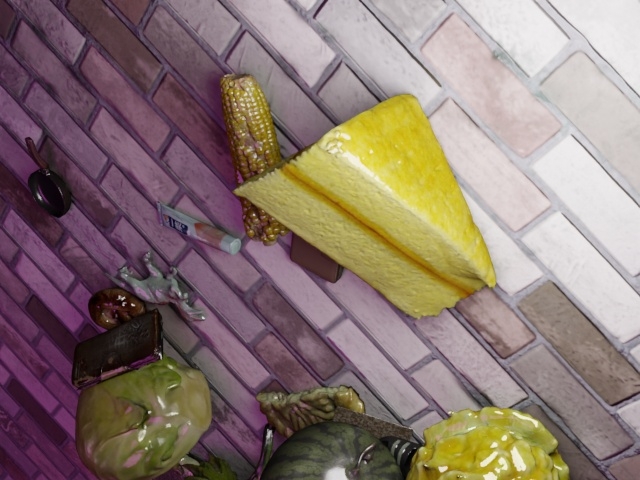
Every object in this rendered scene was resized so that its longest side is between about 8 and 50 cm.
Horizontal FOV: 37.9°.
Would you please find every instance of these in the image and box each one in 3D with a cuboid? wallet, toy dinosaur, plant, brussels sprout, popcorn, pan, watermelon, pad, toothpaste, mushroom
[{"bbox_3d":[-0.435,0.233,1.989,0.232,0.122,0.031,-23,141,19],"label":"wallet"},{"bbox_3d":[-0.369,0.106,1.995,0.242,0.053,0.167,-5,119,31],"label":"toy dinosaur"},{"bbox_3d":[-0.228,0.562,2.071,0.333,0.180,0.251,130,141,-54],"label":"plant"},{"bbox_3d":[-0.400,0.383,2.059,0.328,0.247,0.328,-8,74,31],"label":"brussels sprout"},{"bbox_3d":[0.274,0.422,1.571,0.282,0.282,0.247,9,140,33],"label":"popcorn"},{"bbox_3d":[0.000,0.000,1.648,0.118,0.039,0.153,33,137,21],"label":"wallet"},{"bbox_3d":[-0.593,-0.142,2.007,0.114,0.040,0.212,22,137,26],"label":"pan"},{"bbox_3d":[0.019,0.484,1.746,0.279,0.279,0.359,39,144,9],"label":"watermelon"},{"bbox_3d":[0.086,0.427,1.868,0.158,0.003,0.235,16,131,6],"label":"pad"},{"bbox_3d":[-0.244,-0.021,1.828,0.205,0.036,0.056,23,130,30],"label":"toothpaste"},{"bbox_3d":[-0.429,0.160,2.066,0.170,0.080,0.135,22,148,7],"label":"mushroom"}]

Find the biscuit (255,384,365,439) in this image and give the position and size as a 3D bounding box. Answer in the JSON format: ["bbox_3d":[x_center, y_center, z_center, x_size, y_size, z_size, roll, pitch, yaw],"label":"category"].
[{"bbox_3d":[-0.002,0.380,1.916,0.273,0.036,0.187,-17,113,42],"label":"biscuit"}]

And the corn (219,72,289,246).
[{"bbox_3d":[-0.110,-0.133,1.603,0.097,0.097,0.320,9,123,33],"label":"corn"}]

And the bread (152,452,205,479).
[{"bbox_3d":[-0.351,0.586,2.320,0.286,0.056,0.207,51,138,-5],"label":"bread"}]

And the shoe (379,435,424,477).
[{"bbox_3d":[0.176,0.424,1.784,0.179,0.049,0.071,8,128,27],"label":"shoe"}]

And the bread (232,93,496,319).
[{"bbox_3d":[0.095,-0.008,1.430,0.233,0.245,0.362,-25,99,44],"label":"bread"}]
